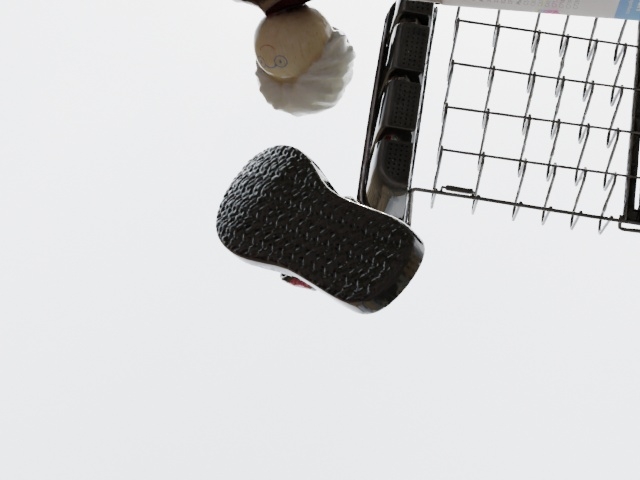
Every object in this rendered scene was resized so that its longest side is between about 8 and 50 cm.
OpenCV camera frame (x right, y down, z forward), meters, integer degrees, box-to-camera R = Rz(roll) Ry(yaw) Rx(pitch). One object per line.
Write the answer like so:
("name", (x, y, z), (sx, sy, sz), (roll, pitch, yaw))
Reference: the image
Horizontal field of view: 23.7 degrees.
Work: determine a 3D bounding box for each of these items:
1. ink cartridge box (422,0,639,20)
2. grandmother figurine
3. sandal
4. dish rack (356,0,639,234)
("ink cartridge box", (0.130, -0.199, 0.941), (0.181, 0.061, 0.104), (4, -123, 0))
("grandmother figurine", (-0.057, -0.262, 1.250), (0.104, 0.342, 0.208), (-31, -156, -26))
("sandal", (0.000, 0.000, 0.796), (0.067, 0.040, 0.179), (-52, -144, -3))
("dish rack", (0.174, -0.097, 1.167), (0.271, 0.074, 0.208), (8, -111, 2))
